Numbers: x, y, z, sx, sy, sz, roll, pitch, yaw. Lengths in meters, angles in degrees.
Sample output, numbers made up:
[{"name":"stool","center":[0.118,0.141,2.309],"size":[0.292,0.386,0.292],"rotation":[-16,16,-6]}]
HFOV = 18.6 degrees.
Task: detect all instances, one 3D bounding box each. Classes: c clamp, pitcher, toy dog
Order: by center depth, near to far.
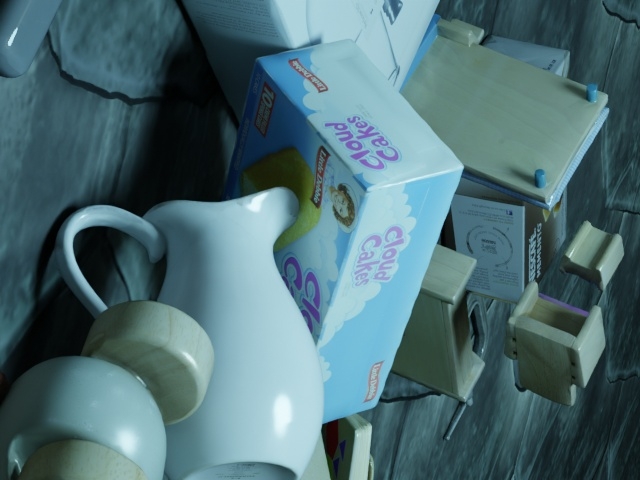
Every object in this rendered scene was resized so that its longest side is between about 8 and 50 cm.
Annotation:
[{"name":"toy dog","center":[-0.193,0.174,1.238],"size":[0.220,0.161,0.333],"rotation":[-71,-176,-68]},{"name":"pitcher","center":[-0.090,0.068,1.331],"size":[0.125,0.178,0.207],"rotation":[115,-28,-60]},{"name":"c clamp","center":[0.168,0.132,2.233],"size":[0.137,0.022,0.160],"rotation":[-60,153,-34]}]

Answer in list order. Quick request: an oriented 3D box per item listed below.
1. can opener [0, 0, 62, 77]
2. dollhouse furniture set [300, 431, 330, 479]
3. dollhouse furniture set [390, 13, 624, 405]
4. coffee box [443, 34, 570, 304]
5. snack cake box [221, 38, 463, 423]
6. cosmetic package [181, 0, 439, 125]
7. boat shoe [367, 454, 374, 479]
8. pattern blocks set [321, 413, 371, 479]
[{"name":"can opener","center":[-0.148,-0.218,1.203],"size":[0.283,0.076,0.095],"rotation":[-67,156,-18]},{"name":"dollhouse furniture set","center":[-0.090,0.227,1.492],"size":[0.151,0.197,0.301],"rotation":[-35,134,-28]},{"name":"dollhouse furniture set","center":[0.179,-0.021,1.831],"size":[0.303,0.286,0.198],"rotation":[-59,159,-24]},{"name":"coffee box","center":[0.198,-0.073,2.080],"size":[0.141,0.098,0.246],"rotation":[-52,147,-45]},{"name":"snack cake box","center":[0.000,0.000,1.469],"size":[0.089,0.152,0.264],"rotation":[-15,141,-30]},{"name":"cosmetic package","center":[0.027,-0.269,1.568],"size":[0.284,0.097,0.377],"rotation":[69,41,-59]},{"name":"boat shoe","center":[0.024,0.265,1.941],"size":[0.045,0.050,0.135],"rotation":[-21,132,-68]},{"name":"pattern blocks set","center":[0.013,0.229,1.691],"size":[0.285,0.026,0.325],"rotation":[-121,-143,-65]}]
